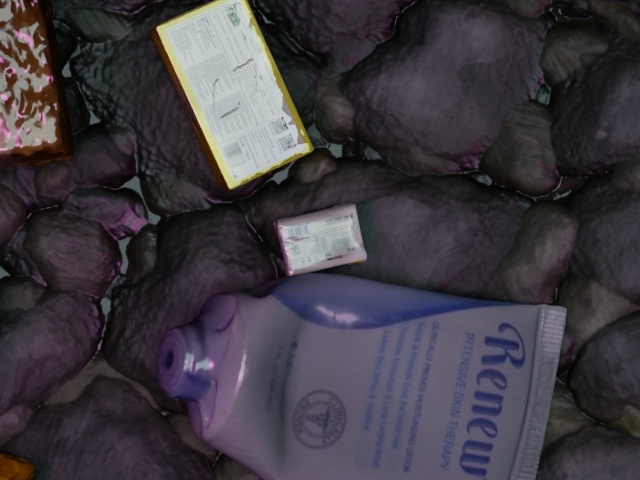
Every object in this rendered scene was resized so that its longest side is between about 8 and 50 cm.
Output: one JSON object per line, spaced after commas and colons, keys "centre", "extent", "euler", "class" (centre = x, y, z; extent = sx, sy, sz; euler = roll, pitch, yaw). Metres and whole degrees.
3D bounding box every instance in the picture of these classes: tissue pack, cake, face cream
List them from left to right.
{"centre": [-0.382, -0.143, 1.807], "extent": [0.293, 0.196, 0.198], "euler": [-13, 93, -4], "class": "cake"}
{"centre": [-0.088, -0.148, 1.918], "extent": [0.095, 0.062, 0.176], "euler": [-26, 96, -10], "class": "tissue pack"}
{"centre": [0.000, 0.000, 1.950], "extent": [0.083, 0.042, 0.062], "euler": [-14, 94, -9], "class": "tissue pack"}
{"centre": [0.041, 0.149, 1.947], "extent": [0.420, 0.137, 0.234], "euler": [11, 90, -22], "class": "face cream"}

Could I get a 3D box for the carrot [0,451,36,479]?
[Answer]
{"centre": [-0.327, 0.294, 1.891], "extent": [0.082, 0.082, 0.173], "euler": [9, 95, -10], "class": "carrot"}
